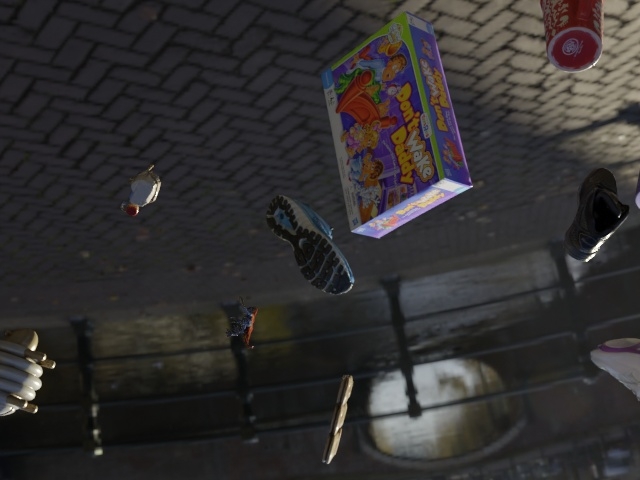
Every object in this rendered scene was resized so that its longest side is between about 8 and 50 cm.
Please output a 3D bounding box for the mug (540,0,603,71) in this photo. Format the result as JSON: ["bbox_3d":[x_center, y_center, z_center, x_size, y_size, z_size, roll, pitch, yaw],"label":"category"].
[{"bbox_3d":[0.435,-0.392,1.541,0.113,0.169,0.150,-9,133,23],"label":"mug"}]

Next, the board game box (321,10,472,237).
[{"bbox_3d":[0.132,-0.211,1.641,0.078,0.347,0.233,12,149,-42],"label":"board game box"}]

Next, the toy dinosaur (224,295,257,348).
[{"bbox_3d":[-0.130,0.145,1.548,0.082,0.090,0.047,-27,167,-49],"label":"toy dinosaur"}]

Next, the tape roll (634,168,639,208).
[{"bbox_3d":[0.457,-0.070,0.997,0.189,0.080,0.189,14,168,3],"label":"tape roll"}]

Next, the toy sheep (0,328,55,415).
[{"bbox_3d":[-0.384,0.170,1.092,0.091,0.132,0.091,15,156,7],"label":"toy sheep"}]

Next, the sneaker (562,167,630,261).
[{"bbox_3d":[0.541,-0.074,1.689,0.087,0.227,0.130,33,143,1],"label":"sneaker"}]

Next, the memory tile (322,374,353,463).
[{"bbox_3d":[0.024,0.231,1.158,0.012,0.113,0.148,14,173,5],"label":"memory tile"}]

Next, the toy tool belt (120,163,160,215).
[{"bbox_3d":[-0.296,-0.084,1.469,0.052,0.051,0.083,23,129,-18],"label":"toy tool belt"}]

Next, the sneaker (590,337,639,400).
[{"bbox_3d":[0.644,0.283,1.774,0.114,0.152,0.305,-9,-171,-17],"label":"sneaker"}]

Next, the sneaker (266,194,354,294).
[{"bbox_3d":[0.000,0.000,1.163,0.073,0.162,0.063,-4,140,-47],"label":"sneaker"}]
